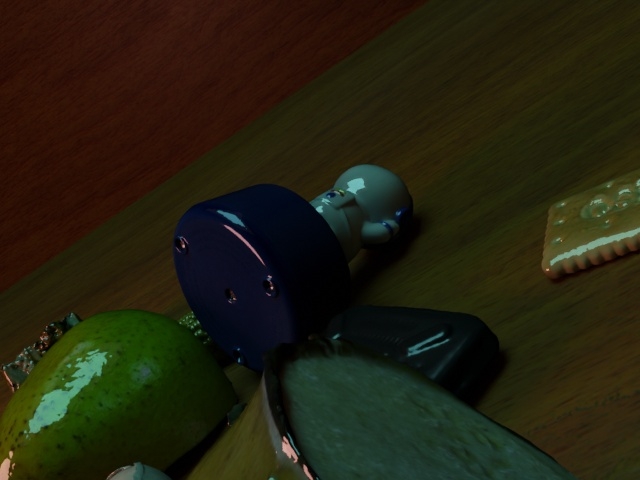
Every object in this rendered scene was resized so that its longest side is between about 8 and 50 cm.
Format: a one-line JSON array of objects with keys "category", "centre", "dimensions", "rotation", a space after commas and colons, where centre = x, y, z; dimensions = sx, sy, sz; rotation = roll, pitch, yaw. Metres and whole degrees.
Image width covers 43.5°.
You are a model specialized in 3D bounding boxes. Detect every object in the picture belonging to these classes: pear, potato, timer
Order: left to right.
[{"category": "pear", "centre": [-0.343, 0.267, 1.164], "dimensions": [0.342, 0.239, 0.318], "rotation": [-23, 15, 37]}, {"category": "timer", "centre": [0.000, 0.000, 1.230], "dimensions": [0.383, 0.270, 0.270], "rotation": [-31, 12, -37]}, {"category": "potato", "centre": [0.042, 0.277, 0.547], "dimensions": [0.397, 0.289, 0.296], "rotation": [40, 109, 35]}]

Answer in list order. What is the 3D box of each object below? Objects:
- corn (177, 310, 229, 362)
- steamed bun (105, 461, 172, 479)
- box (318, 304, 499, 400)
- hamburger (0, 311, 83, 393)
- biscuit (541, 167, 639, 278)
[{"category": "corn", "centre": [-0.196, 0.163, 1.350], "dimensions": [0.310, 0.101, 0.101], "rotation": [-29, 20, 21]}, {"category": "steamed bun", "centre": [-0.228, 0.364, 0.878], "dimensions": [0.177, 0.131, 0.228], "rotation": [-32, 18, 47]}, {"category": "box", "centre": [0.032, 0.185, 0.924], "dimensions": [0.289, 0.073, 0.290], "rotation": [-45, 20, -23]}, {"category": "hamburger", "centre": [-0.472, 0.259, 1.514], "dimensions": [0.167, 0.192, 0.288], "rotation": [-35, -8, -12]}, {"category": "biscuit", "centre": [0.372, -0.045, 0.924], "dimensions": [0.249, 0.030, 0.160], "rotation": [-25, 22, 33]}]
